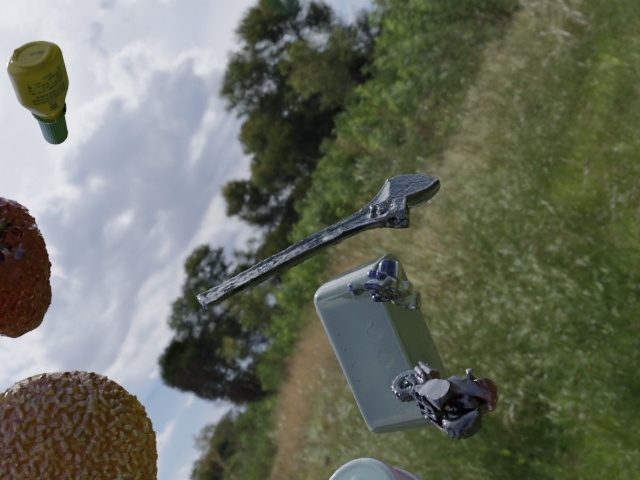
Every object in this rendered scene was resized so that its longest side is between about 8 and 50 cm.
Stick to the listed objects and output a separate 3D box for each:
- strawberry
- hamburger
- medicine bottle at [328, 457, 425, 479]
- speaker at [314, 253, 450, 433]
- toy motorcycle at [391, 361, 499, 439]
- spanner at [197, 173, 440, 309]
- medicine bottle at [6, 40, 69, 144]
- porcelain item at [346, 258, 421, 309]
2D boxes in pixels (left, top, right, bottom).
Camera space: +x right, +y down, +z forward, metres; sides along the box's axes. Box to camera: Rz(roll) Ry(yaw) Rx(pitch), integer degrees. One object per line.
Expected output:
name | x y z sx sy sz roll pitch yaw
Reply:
strawberry | -0.725 0.078 1.832 0.351 0.267 0.312 66 -168 -63
hamburger | -0.447 0.385 1.419 0.330 0.329 0.250 -65 5 -20
medicine bottle | 0.092 0.357 1.029 0.168 0.135 0.135 36 -107 -42
speaker | 0.151 0.252 1.940 0.184 0.406 0.183 -20 7 27
toy motorcycle | 0.212 0.254 1.368 0.122 0.213 0.082 -28 -64 -21
spanner | 0.000 0.000 0.979 0.026 0.325 0.093 66 176 -32
medicine bottle | -0.562 -0.290 1.669 0.111 0.076 0.309 -29 -17 -20
porcelain item | 0.065 0.052 0.915 0.136 0.075 0.021 49 -138 -62
